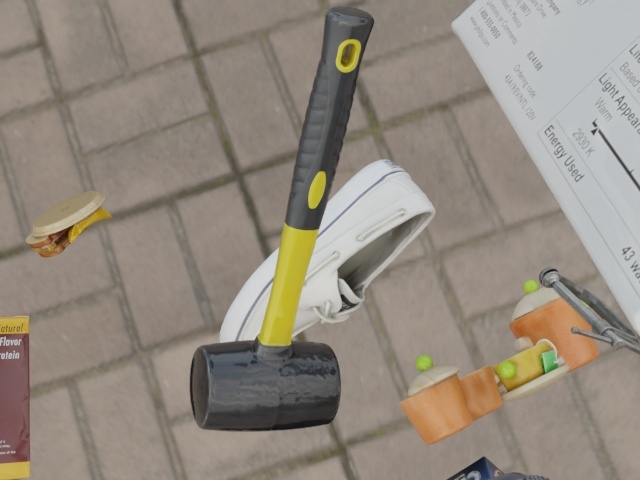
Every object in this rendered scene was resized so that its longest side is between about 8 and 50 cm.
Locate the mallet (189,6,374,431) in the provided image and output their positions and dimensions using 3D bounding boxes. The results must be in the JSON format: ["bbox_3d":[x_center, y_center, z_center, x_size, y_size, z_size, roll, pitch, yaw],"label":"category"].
[{"bbox_3d":[0.000,0.000,0.491,0.062,0.190,0.039,8,28,-25],"label":"mallet"}]

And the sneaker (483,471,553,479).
[{"bbox_3d":[0.060,0.205,0.747,0.131,0.319,0.112,-13,77,30],"label":"sneaker"}]

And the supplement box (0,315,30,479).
[{"bbox_3d":[-0.458,0.189,1.472,0.191,0.129,0.194,0,86,-30],"label":"supplement box"}]

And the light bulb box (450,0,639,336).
[{"bbox_3d":[0.323,-0.120,0.764,0.361,0.225,0.358,-43,36,19],"label":"light bulb box"}]

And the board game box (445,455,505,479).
[{"bbox_3d":[0.141,0.364,1.428,0.243,0.165,0.042,-36,35,18],"label":"board game box"}]

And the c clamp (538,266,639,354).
[{"bbox_3d":[0.269,0.069,1.223,0.137,0.161,0.022,24,106,-26],"label":"c clamp"}]

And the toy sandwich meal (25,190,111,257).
[{"bbox_3d":[-0.235,-0.016,1.151,0.085,0.085,0.029,-28,110,-6],"label":"toy sandwich meal"}]

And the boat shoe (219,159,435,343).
[{"bbox_3d":[0.009,0.040,1.261,0.267,0.096,0.088,-44,60,2],"label":"boat shoe"}]

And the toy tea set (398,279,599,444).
[{"bbox_3d":[0.207,0.135,1.474,0.200,0.336,0.124,-30,80,24],"label":"toy tea set"}]
